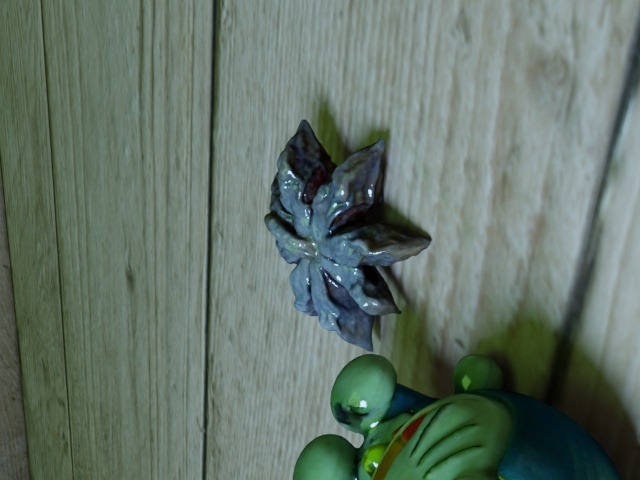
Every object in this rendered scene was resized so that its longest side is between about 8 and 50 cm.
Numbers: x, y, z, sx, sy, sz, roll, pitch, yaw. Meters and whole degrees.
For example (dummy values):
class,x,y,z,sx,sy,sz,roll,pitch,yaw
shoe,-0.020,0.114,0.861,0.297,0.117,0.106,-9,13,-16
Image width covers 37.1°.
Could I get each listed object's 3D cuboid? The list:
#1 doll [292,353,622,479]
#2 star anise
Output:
class,x,y,z,sx,sy,sz,roll,pitch,yaw
doll,0.106,0.194,0.695,0.198,0.186,0.322,-64,18,5
star anise,0.001,0.001,0.912,0.262,0.081,0.230,-2,109,59
